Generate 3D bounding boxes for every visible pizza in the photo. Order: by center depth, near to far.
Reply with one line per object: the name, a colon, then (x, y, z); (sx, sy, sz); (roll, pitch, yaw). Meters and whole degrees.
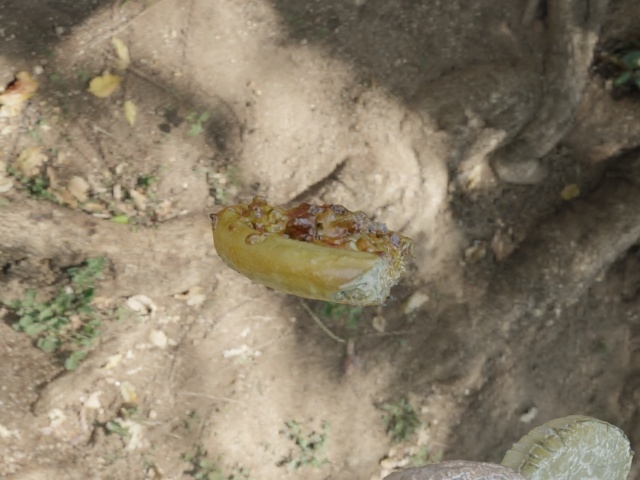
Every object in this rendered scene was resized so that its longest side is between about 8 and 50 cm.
pizza: (0.000, 0.000, 0.977); (0.226, 0.335, 0.086); (-4, 102, -28)

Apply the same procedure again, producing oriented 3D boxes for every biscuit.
biscuit: (0.411, 0.373, 1.465); (0.281, 0.084, 0.179); (-4, 115, -23)

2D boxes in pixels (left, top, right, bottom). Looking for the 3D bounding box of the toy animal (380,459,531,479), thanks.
toy animal: (0.104, 0.410, 1.055); (0.226, 0.188, 0.358); (21, 97, -13)
